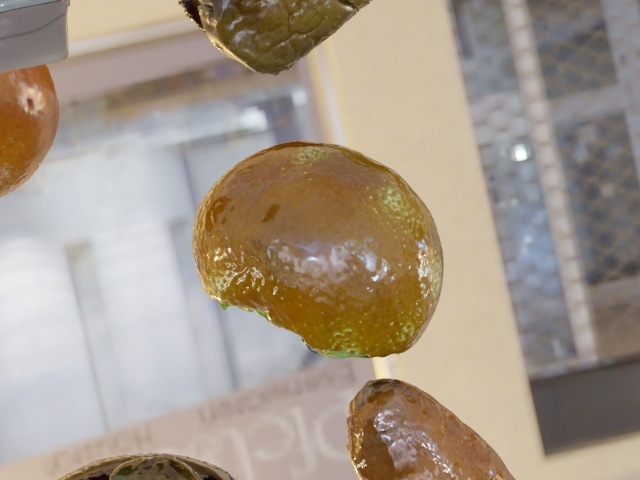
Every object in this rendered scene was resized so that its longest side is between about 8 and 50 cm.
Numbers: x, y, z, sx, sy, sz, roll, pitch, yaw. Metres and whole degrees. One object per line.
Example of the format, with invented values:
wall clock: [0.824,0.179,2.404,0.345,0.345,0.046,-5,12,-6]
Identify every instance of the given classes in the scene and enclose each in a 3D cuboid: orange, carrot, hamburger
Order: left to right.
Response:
orange: [-0.356,-0.124,1.690,0.224,0.170,0.224,-22,155,-11]
hamburger: [-0.049,-0.279,2.046,0.206,0.130,0.183,-34,129,25]
orange: [0.003,-0.002,1.644,0.237,0.158,0.179,29,-129,14]
carrot: [0.099,0.225,1.778,0.159,0.225,0.159,-28,-158,12]

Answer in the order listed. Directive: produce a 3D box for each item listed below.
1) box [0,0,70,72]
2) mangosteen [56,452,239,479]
box: [-0.252,-0.166,1.380,0.122,0.062,0.089,-15,-151,-22]
mangosteen: [-0.154,0.313,1.593,0.288,0.288,0.288,-12,-178,0]
